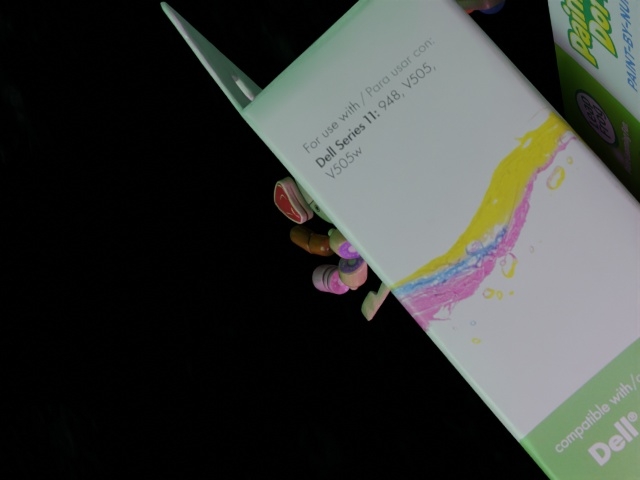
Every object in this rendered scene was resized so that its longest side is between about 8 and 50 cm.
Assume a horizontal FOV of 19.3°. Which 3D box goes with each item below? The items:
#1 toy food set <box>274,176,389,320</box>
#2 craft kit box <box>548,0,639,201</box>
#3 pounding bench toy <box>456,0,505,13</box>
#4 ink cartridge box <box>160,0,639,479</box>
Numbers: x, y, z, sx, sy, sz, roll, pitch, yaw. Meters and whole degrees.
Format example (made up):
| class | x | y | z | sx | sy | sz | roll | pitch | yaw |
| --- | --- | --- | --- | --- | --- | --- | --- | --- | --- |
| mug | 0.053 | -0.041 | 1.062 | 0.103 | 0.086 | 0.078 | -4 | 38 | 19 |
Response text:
| class | x | y | z | sx | sy | sz | roll | pitch | yaw |
| --- | --- | --- | --- | --- | --- | --- | --- | --- | --- |
| toy food set | 0.000 | 0.000 | 1.314 | 0.122 | 0.019 | 0.078 | 53 | 151 | 15 |
| craft kit box | 0.190 | -0.047 | 0.817 | 0.246 | 0.061 | 0.250 | 55 | 174 | 30 |
| pounding bench toy | 0.075 | -0.156 | 1.015 | 0.083 | 0.052 | 0.065 | 9 | 123 | 56 |
| ink cartridge box | 0.090 | -0.009 | 0.962 | 0.353 | 0.119 | 0.207 | 50 | -175 | 17 |
